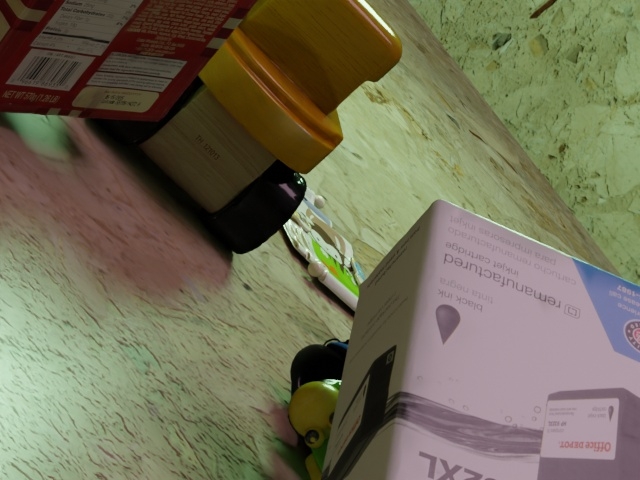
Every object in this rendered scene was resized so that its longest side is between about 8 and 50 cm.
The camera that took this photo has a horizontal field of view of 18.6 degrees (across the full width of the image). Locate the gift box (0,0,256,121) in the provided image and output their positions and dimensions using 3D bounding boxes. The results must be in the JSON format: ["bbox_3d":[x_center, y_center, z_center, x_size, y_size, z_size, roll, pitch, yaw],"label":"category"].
[{"bbox_3d":[-0.218,-0.250,1.516,0.255,0.276,0.258,6,46,-53],"label":"gift box"}]

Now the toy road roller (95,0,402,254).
[{"bbox_3d":[-0.058,-0.164,1.790,0.202,0.240,0.329,45,13,-19],"label":"toy road roller"}]

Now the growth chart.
[{"bbox_3d":[0.000,0.000,2.015,0.172,0.021,0.237,37,17,-46],"label":"growth chart"}]

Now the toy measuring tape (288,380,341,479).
[{"bbox_3d":[0.077,0.228,1.418,0.330,0.121,0.121,54,9,-27],"label":"toy measuring tape"}]

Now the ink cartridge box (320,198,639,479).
[{"bbox_3d":[0.125,0.157,1.287,0.223,0.129,0.307,24,49,-13],"label":"ink cartridge box"}]

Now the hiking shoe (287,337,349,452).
[{"bbox_3d":[0.042,0.116,1.599,0.132,0.113,0.304,39,9,-8],"label":"hiking shoe"}]
